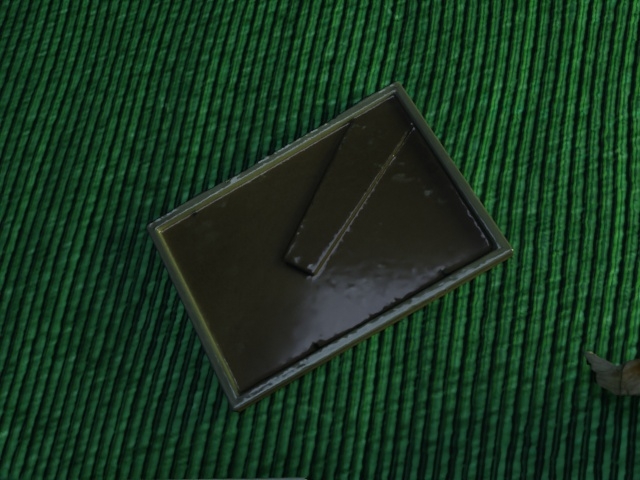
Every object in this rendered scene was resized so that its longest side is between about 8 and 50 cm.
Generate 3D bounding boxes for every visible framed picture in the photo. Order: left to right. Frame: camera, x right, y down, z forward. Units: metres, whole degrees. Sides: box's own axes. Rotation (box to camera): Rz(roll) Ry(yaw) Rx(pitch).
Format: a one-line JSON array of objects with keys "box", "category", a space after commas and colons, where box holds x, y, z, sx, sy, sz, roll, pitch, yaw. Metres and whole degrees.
[{"box": [0.000, 0.000, 0.743, 0.250, 0.016, 0.184, -31, 67, 0], "category": "framed picture"}]

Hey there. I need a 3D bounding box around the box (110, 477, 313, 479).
[{"box": [-0.106, 0.279, 0.613, 0.225, 0.117, 0.224, -4, 71, 10], "category": "box"}]

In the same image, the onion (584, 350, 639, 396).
[{"box": [0.351, 0.097, 0.522, 0.273, 0.230, 0.256, -23, 68, -4], "category": "onion"}]
